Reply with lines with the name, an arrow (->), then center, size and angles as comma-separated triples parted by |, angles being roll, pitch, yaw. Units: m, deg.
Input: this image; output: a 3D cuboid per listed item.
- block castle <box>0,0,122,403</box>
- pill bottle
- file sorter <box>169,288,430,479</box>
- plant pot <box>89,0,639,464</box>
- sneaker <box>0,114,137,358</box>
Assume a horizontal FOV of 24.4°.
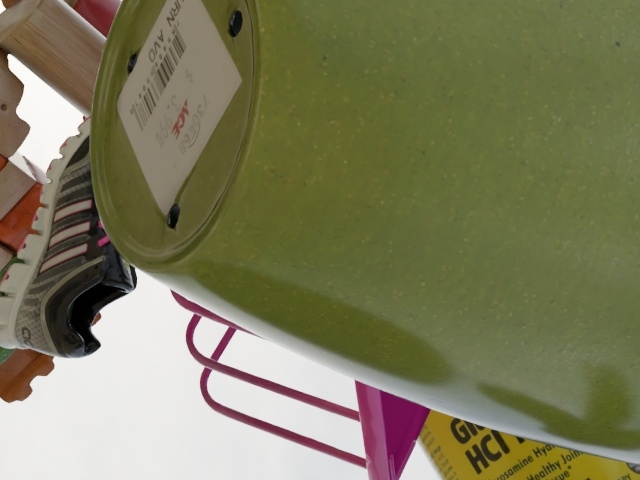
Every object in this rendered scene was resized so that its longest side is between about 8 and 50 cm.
block castle -> -0.308, -0.017, 1.177 | 0.453, 0.213, 0.303 | -46, -145, 3
pill bottle -> 0.181, 0.161, 1.383 | 0.334, 0.188, 0.188 | 58, -45, 21
file sorter -> 0.000, 0.000, 1.060 | 0.182, 0.202, 0.290 | 17, -34, 19
plant pot -> 0.057, -0.038, 0.661 | 0.275, 0.294, 0.274 | -14, -108, 54
sneaker -> -0.141, 0.000, 0.929 | 0.075, 0.063, 0.170 | 23, -92, 19
